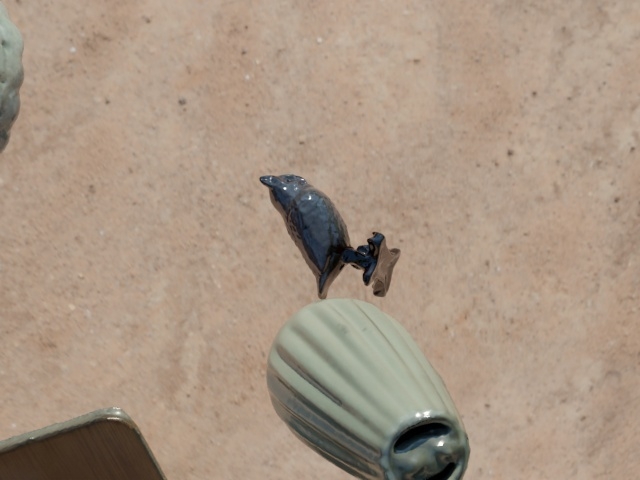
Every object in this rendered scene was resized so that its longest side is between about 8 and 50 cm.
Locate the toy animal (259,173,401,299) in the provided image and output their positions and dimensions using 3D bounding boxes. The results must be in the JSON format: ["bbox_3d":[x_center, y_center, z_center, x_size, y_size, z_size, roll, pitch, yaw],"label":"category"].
[{"bbox_3d":[-0.004,0.000,1.233,0.210,0.121,0.117,35,97,20],"label":"toy animal"}]

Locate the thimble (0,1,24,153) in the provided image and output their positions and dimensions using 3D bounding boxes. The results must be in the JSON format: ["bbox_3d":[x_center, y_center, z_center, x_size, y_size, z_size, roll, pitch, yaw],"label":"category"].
[{"bbox_3d":[-0.396,-0.164,0.868,0.205,0.172,0.250,-3,82,28],"label":"thimble"}]

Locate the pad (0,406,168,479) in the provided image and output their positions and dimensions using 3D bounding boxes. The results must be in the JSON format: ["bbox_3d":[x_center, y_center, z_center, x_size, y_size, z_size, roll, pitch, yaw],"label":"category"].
[{"bbox_3d":[-0.273,0.318,0.973,0.284,0.286,0.018,-18,26,5],"label":"pad"}]

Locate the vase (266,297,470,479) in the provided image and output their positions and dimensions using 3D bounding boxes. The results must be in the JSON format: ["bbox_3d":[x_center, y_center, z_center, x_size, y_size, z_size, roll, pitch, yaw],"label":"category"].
[{"bbox_3d":[0.037,0.123,0.729,0.128,0.248,0.128,-3,100,-16],"label":"vase"}]
